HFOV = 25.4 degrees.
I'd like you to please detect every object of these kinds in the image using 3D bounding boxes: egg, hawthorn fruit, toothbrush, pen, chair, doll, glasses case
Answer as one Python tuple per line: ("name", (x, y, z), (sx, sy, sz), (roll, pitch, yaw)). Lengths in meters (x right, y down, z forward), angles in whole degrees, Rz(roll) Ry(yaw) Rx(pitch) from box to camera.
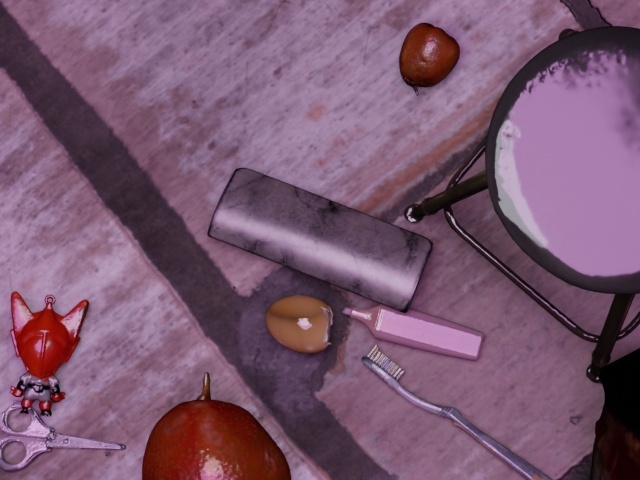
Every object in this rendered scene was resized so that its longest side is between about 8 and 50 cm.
("egg", (-0.029, 0.114, 1.954), (0.096, 0.080, 0.080), (9, 84, 2))
("hawthorn fruit", (0.147, -0.252, 1.985), (0.081, 0.081, 0.093), (33, 88, 7))
("toothbrush", (0.213, 0.266, 1.946), (0.375, 0.028, 0.037), (36, 80, 7))
("pen", (0.126, 0.122, 1.967), (0.197, 0.032, 0.053), (16, 86, 3))
("chair", (0.351, -0.076, 1.783), (0.364, 0.410, 0.362), (42, 88, 8))
("doll", (-0.387, 0.159, 1.983), (0.109, 0.057, 0.169), (7, 78, -8))
("hawthorn fruit", (-0.144, 0.284, 1.895), (0.196, 0.196, 0.225), (-10, 67, 3))
("glasses case", (0.000, 0.000, 1.971), (0.299, 0.060, 0.114), (20, 72, 6))

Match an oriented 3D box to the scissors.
("scissors", (-0.366, 0.281, 1.991), (0.189, 0.015, 0.100), (5, 82, 4))

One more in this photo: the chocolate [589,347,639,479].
("chocolate", (0.482, 0.356, 1.777), (0.383, 0.383, 0.331), (21, 110, 6))
